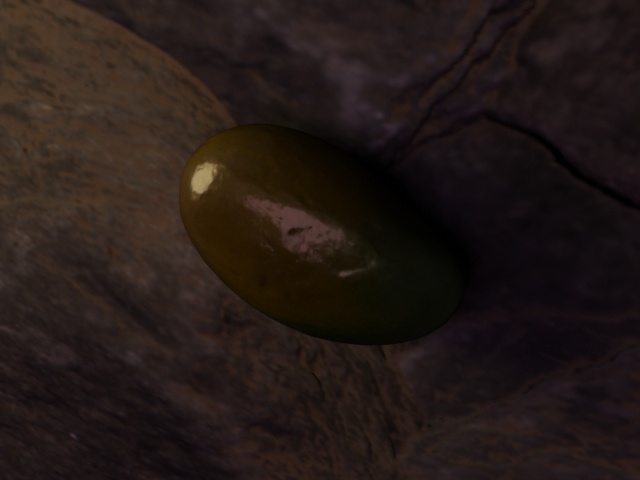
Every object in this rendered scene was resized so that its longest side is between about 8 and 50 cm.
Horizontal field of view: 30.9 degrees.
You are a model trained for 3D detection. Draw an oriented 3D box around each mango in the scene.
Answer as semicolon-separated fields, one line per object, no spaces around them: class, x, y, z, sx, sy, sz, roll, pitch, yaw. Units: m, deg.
mango;0.000;0.000;0.738;0.195;0.092;0.130;21;125;10
